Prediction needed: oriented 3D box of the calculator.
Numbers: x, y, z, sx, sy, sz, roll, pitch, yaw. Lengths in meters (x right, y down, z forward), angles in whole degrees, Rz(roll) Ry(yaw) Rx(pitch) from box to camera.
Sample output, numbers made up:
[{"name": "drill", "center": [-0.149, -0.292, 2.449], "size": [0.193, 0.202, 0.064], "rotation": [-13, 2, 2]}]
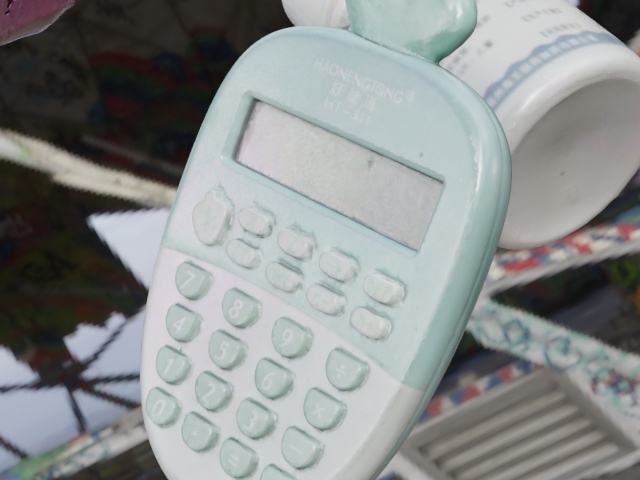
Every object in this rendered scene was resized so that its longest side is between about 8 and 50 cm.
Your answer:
[{"name": "calculator", "center": [0.000, 0.000, 0.678], "size": [0.042, 0.184, 0.295], "rotation": [12, -78, -52]}]

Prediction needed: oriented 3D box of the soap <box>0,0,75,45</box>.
[{"name": "soap", "center": [-0.354, -0.250, 1.102], "size": [0.325, 0.127, 0.220], "rotation": [17, 22, 12]}]

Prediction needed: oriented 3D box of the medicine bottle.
[{"name": "medicine bottle", "center": [0.083, -0.115, 0.854], "size": [0.139, 0.237, 0.139], "rotation": [-22, -40, -21]}]
